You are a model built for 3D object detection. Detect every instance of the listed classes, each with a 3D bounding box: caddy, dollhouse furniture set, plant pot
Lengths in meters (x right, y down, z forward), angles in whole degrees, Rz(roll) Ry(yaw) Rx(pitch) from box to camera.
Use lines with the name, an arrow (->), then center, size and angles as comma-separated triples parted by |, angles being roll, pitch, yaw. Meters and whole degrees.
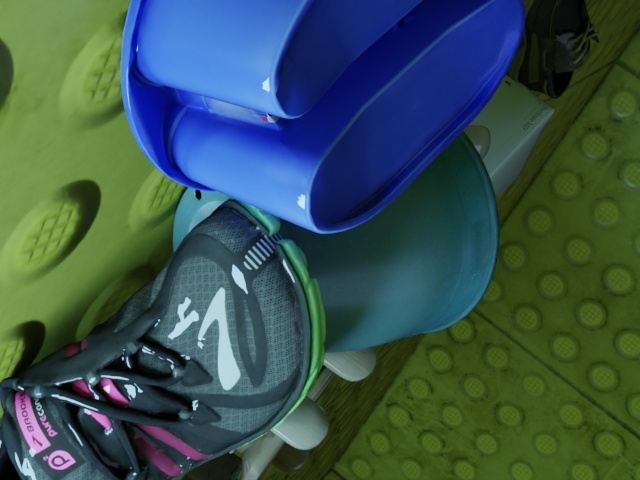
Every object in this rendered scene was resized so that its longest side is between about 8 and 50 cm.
caddy -> 0.004, -0.170, 0.760 | 0.341, 0.179, 0.241 | -44, 141, -25
dollhouse furniture set -> -0.068, 0.354, 1.418 | 0.394, 0.256, 0.362 | -49, 172, -37
plant pot -> 0.000, 0.000, 1.032 | 0.255, 0.271, 0.271 | -18, 147, -42

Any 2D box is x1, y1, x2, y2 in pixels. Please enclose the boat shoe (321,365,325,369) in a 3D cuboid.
boat shoe -> 0.018, 0.117, 1.525 | 0.112, 0.095, 0.335 | -32, 142, -28

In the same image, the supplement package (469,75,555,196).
supplement package -> 0.238, -0.129, 1.679 | 0.262, 0.145, 0.204 | -45, 165, -29

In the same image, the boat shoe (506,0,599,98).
boat shoe -> 0.406, -0.354, 1.676 | 0.132, 0.130, 0.355 | -49, 166, -11

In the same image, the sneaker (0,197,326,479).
sneaker -> -0.168, 0.150, 0.899 | 0.483, 0.185, 0.202 | -48, 164, 33

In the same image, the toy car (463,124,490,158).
toy car -> 0.147, -0.153, 1.386 | 0.136, 0.159, 0.182 | -11, 158, -7

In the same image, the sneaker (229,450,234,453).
sneaker -> -0.199, 0.408, 1.883 | 0.044, 0.040, 0.109 | 0, 125, -53
